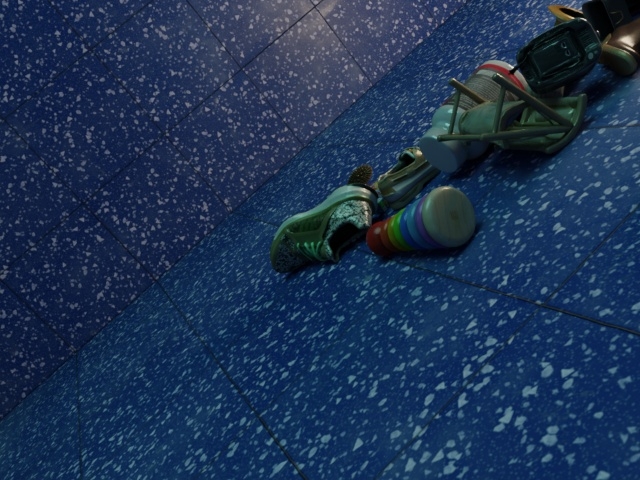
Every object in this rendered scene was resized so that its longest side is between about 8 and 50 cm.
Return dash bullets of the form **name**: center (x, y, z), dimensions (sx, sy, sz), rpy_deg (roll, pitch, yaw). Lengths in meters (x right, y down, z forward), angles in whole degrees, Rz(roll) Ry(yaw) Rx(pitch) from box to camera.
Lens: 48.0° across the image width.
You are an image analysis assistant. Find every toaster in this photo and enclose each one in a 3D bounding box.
- **toaster**: center (0.584, -0.447, 1.790), dimensions (0.227, 0.129, 0.146), rpy_deg (-28, -9, 18)

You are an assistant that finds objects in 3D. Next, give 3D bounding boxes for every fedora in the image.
- **fedora**: center (0.756, -0.643, 2.158), dimensions (0.194, 0.194, 0.079), rpy_deg (-70, -3, -59)

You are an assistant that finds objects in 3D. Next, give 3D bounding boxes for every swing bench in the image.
- **swing bench**: center (0.463, -0.298, 1.763), dimensions (0.253, 0.254, 0.165), rpy_deg (-151, 71, -73)

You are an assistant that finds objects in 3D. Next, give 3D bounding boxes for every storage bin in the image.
- **storage bin**: center (0.807, -0.622, 1.988), dimensions (0.091, 0.135, 0.098), rpy_deg (-35, 15, -17)

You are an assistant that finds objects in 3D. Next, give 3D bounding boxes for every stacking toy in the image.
- **stacking toy**: center (0.221, -0.023, 1.736), dimensions (0.141, 0.141, 0.330), rpy_deg (-49, 12, -28)

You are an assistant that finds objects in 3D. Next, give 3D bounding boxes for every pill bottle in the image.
- **pill bottle**: center (0.420, -0.337, 1.985), dimensions (0.318, 0.176, 0.176), rpy_deg (-46, 18, -19)

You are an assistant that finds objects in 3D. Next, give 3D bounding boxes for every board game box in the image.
- **board game box**: center (0.177, -0.138, 2.233), dimensions (0.136, 0.035, 0.201), rpy_deg (-46, 18, -19)

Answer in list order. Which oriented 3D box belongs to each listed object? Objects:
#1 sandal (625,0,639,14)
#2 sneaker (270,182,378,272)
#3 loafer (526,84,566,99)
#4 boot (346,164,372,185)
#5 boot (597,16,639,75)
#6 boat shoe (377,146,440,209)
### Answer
- **sandal**: center (0.915, -0.675, 2.050), dimensions (0.179, 0.040, 0.067), rpy_deg (-8, 38, 34)
- **sneaker**: center (0.000, 0.000, 2.112), dimensions (0.410, 0.158, 0.182), rpy_deg (-37, 35, 29)
- **loafer**: center (0.674, -0.479, 1.965), dimensions (0.111, 0.112, 0.319), rpy_deg (22, 59, 28)
- **boot**: center (0.123, -0.181, 2.350), dimensions (0.158, 0.059, 0.084), rpy_deg (-55, -17, 18)
- **boot**: center (0.796, -0.511, 1.780), dimensions (0.207, 0.090, 0.248), rpy_deg (-37, 14, 14)
- **boat shoe**: center (0.286, -0.226, 2.112), dimensions (0.302, 0.103, 0.113), rpy_deg (-48, 19, -24)
